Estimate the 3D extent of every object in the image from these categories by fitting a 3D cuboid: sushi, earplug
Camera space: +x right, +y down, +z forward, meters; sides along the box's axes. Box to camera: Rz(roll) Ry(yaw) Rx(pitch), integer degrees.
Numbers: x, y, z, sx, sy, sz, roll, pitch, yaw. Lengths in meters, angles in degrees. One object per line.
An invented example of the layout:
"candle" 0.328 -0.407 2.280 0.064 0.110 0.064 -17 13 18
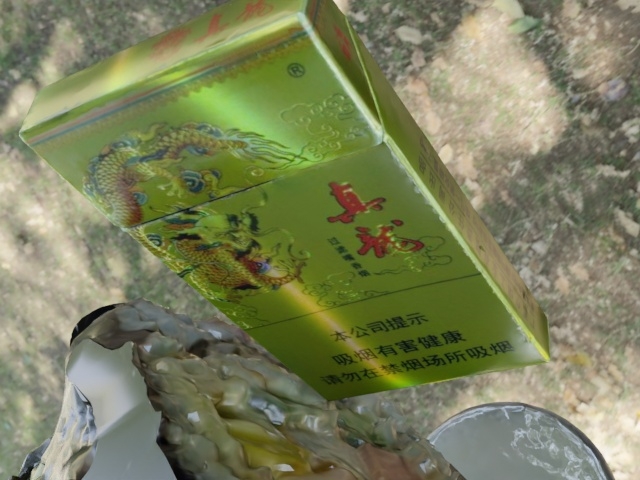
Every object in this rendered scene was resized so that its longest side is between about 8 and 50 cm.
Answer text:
"sushi" -0.064 0.240 0.624 0.328 0.328 0.285 39 107 51
"earplug" 0.318 0.425 1.383 0.312 0.394 0.313 -5 75 17

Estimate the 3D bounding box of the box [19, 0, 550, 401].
"box" 0.000 0.000 0.510 0.173 0.043 0.311 -16 138 27
